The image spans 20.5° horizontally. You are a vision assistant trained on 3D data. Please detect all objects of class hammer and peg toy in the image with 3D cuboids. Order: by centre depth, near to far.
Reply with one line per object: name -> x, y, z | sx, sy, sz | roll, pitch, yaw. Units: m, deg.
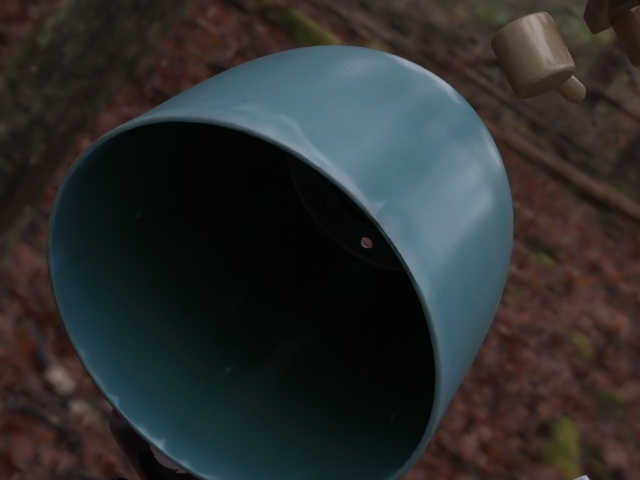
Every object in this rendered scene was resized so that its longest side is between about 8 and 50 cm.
hammer and peg toy -> 0.311, -0.249, 1.595 | 0.127, 0.361, 0.266 | 64, 2, 7

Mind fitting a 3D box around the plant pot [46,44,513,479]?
plant pot -> 0.000, 0.000, 1.224 | 0.293, 0.293, 0.235 | 36, 41, 9

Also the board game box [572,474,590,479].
board game box -> 0.249, 0.293, 1.532 | 0.103, 0.026, 0.154 | 47, 28, -30

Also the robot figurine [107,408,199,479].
robot figurine -> -0.074, 0.180, 1.539 | 0.278, 0.209, 0.173 | 58, 14, -11
